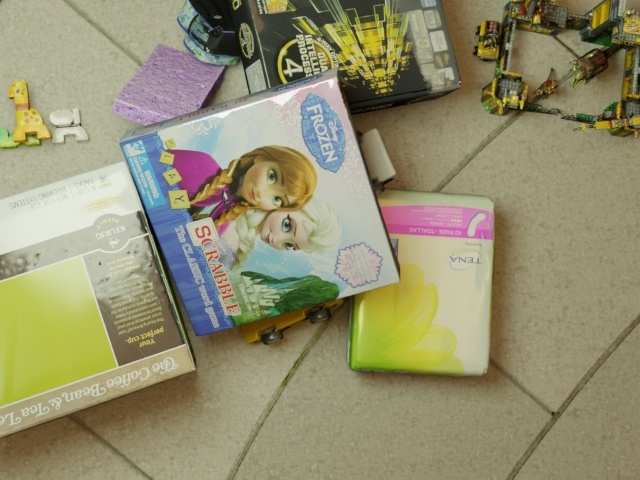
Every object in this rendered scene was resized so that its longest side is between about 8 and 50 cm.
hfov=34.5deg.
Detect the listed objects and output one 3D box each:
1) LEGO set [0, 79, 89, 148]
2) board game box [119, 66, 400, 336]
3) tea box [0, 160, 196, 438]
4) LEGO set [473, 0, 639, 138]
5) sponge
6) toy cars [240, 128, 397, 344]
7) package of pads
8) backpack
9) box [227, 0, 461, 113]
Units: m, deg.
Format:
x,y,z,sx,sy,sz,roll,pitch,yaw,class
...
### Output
x,y,z,sx,sy,sz,roll,pitch,yaw,class
-0.482,-0.195,1.602,0.227,0.087,0.093,-6,88,-8,LEGO set
-0.080,-0.048,1.473,0.318,0.066,0.318,-16,111,8,board game box
-0.387,0.092,1.528,0.329,0.220,0.323,-18,88,-7,tea box
0.426,-0.301,1.666,0.331,0.192,0.255,17,85,-6,LEGO set
-0.228,-0.234,1.587,0.117,0.210,0.031,18,126,1,sponge
0.000,0.000,1.613,0.176,0.087,0.393,29,102,27,toy cars
0.164,0.068,1.658,0.229,0.101,0.296,4,86,-5,package of pads
-0.171,-0.335,1.639,0.114,0.105,0.084,51,125,26,backpack
0.016,-0.384,1.557,0.318,0.097,0.395,-12,89,-25,box
